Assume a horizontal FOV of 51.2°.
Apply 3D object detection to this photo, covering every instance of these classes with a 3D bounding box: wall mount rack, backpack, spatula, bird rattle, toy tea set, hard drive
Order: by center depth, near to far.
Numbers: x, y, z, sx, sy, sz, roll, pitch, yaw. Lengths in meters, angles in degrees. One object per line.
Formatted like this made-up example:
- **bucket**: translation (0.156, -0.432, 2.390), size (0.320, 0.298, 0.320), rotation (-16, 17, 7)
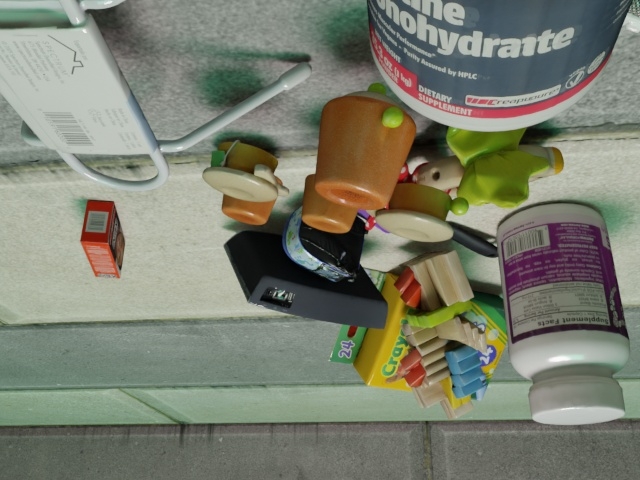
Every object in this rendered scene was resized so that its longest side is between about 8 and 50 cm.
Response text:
- **wall mount rack**: translation (-0.172, -0.178, 0.609), size (0.304, 0.130, 0.350), rotation (2, 155, 6)
- **toy tea set**: translation (-0.007, -0.091, 0.752), size (0.336, 0.124, 0.200), rotation (6, 165, 34)
- **bird rattle**: translation (0.179, -0.074, 0.823), size (0.207, 0.143, 0.253), rotation (-2, 164, -36)
- **backpack**: translation (0.000, 0.000, 1.000), size (0.114, 0.105, 0.084), rotation (29, 151, -26)
- **spatula**: translation (0.176, -0.019, 1.040), size (0.296, 0.030, 0.084), rotation (17, 152, -30)
- **hard drive**: translation (-0.017, 0.059, 1.071), size (0.254, 0.172, 0.054), rotation (15, 116, -32)

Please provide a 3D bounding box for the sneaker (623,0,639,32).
- **sneaker**: translation (0.282, -0.221, 0.572), size (0.166, 0.065, 0.076), rotation (3, 151, -9)

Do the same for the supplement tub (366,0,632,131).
- **supplement tub**: translation (0.119, -0.216, 0.428), size (0.191, 0.191, 0.272), rotation (-3, 155, 7)

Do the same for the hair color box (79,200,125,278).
- **hair color box**: translation (-0.339, 0.001, 1.048), size (0.043, 0.072, 0.141), rotation (4, 156, -8)

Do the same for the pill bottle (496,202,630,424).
- **pill bottle**: translation (0.360, 0.111, 0.993), size (0.169, 0.301, 0.169), rotation (1, 155, 0)

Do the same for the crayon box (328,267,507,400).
- **crayon box**: translation (0.200, 0.185, 1.278), size (0.323, 0.203, 0.083), rotation (13, -164, -23)

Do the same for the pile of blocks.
- **pile of blocks**: translation (0.197, 0.187, 1.141), size (0.112, 0.149, 0.362), rotation (-23, 117, -17)

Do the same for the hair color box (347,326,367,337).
- **hair color box**: translation (0.130, 0.159, 1.350), size (0.167, 0.093, 0.053), rotation (15, 153, -27)
